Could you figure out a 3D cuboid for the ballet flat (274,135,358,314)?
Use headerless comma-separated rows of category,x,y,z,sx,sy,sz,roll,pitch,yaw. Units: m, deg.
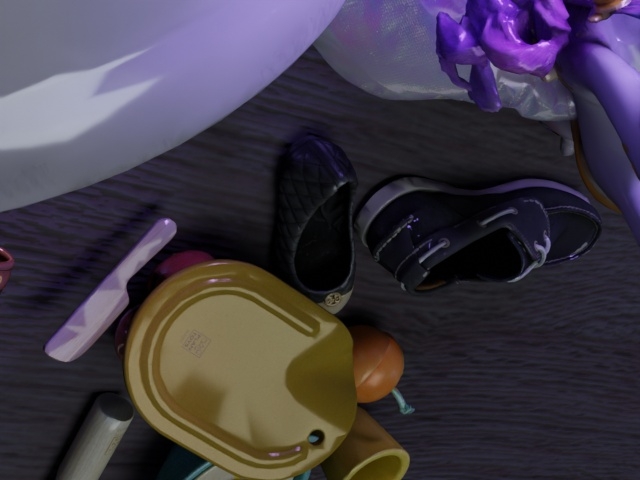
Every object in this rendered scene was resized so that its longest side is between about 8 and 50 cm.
ballet flat,0.000,0.000,1.097,0.057,0.049,0.173,-25,144,-15

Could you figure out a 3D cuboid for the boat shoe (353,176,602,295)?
boat shoe,0.130,0.004,1.193,0.233,0.079,0.084,-1,130,-42

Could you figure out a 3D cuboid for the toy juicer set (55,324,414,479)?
toy juicer set,-0.065,0.163,1.195,0.329,0.089,0.209,-16,140,-27

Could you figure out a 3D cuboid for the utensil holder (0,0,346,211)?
utensil holder,-0.150,-0.250,0.451,0.327,0.327,0.385,-25,141,-17

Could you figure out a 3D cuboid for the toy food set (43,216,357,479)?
toy food set,-0.074,0.070,1.082,0.218,0.071,0.128,36,88,-27

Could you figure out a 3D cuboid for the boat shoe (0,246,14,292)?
boat shoe,-0.232,-0.001,0.891,0.060,0.064,0.178,-44,151,2

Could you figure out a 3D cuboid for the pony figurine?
pony figurine,0.160,-0.106,0.916,0.302,0.363,0.351,-27,129,-1
